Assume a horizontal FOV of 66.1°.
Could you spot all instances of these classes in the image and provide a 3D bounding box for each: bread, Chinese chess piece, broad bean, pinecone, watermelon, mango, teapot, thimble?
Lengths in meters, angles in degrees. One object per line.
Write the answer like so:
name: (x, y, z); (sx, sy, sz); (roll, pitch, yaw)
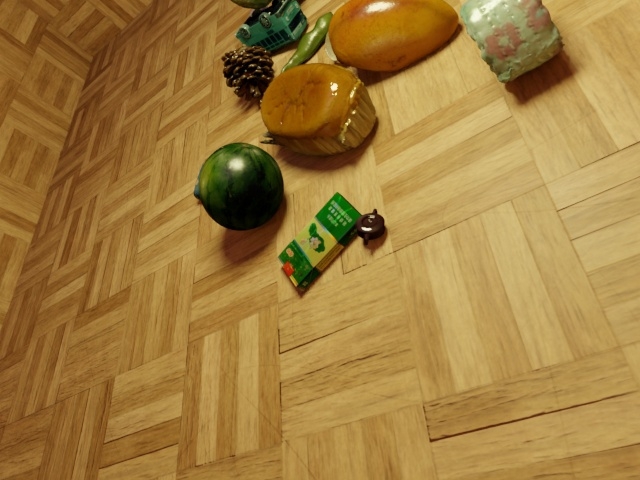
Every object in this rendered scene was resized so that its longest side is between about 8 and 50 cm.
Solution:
bread: (-0.024, -0.368, 1.372); (0.389, 0.183, 0.236); (12, 75, 45)
Chinese chess piece: (0.070, -0.606, 1.503); (0.122, 0.051, 0.122); (12, 107, 46)
broad bean: (-0.048, -0.637, 1.665); (0.098, 0.056, 0.318); (33, 93, 41)
pinecone: (-0.251, -0.584, 1.720); (0.186, 0.168, 0.212); (-23, 49, 22)
watermelon: (-0.218, -0.148, 1.361); (0.242, 0.242, 0.242); (-22, 51, 30)
mango: (0.190, -0.565, 1.324); (0.350, 0.199, 0.201); (1, 93, 28)
teapot: (0.116, -0.032, 1.132); (0.068, 0.045, 0.100); (8, 49, 19)
thimble: (0.406, -0.443, 1.042); (0.149, 0.185, 0.210); (-28, 63, 28)

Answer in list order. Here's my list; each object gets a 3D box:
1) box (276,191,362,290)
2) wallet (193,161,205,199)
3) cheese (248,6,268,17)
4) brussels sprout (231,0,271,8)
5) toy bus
box: (0.000, 0.000, 1.219); (0.235, 0.034, 0.132); (-47, 43, 8)
wallet: (-0.328, -0.207, 1.627); (0.202, 0.059, 0.141); (-2, 69, 43)
cheese: (-0.248, -0.922, 2.031); (0.105, 0.042, 0.191); (-45, 44, 11)
brussels sprout: (-0.235, -0.917, 1.705); (0.244, 0.244, 0.244); (-22, 51, 30)
toy bus: (-0.175, -0.776, 1.792); (0.256, 0.147, 0.128); (-1, 53, 45)
